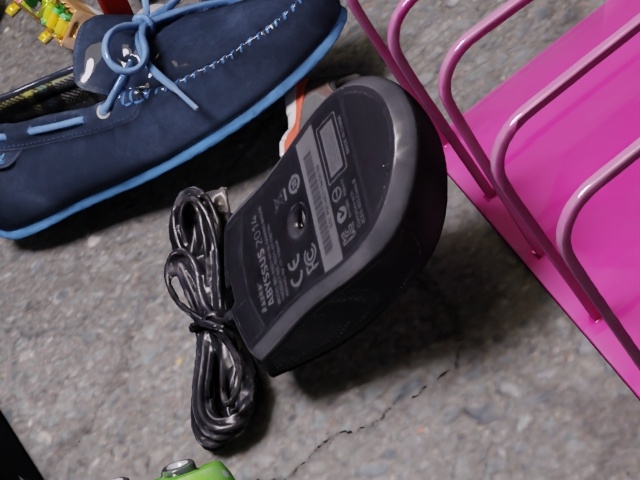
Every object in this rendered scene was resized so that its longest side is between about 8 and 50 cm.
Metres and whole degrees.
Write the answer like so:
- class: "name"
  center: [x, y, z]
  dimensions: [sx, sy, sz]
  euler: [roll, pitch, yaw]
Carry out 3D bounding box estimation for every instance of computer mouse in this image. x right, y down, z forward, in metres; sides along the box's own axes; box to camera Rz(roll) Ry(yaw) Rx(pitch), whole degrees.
- class: "computer mouse"
  center: [0.000, 0.000, 0.972]
  dimensions: [0.272, 0.072, 0.188]
  euler: [-42, 48, 45]

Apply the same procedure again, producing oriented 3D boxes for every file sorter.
- class: "file sorter"
  center: [0.167, -0.089, 0.895]
  dimensions: [0.202, 0.182, 0.291]
  euler: [-38, 41, 3]

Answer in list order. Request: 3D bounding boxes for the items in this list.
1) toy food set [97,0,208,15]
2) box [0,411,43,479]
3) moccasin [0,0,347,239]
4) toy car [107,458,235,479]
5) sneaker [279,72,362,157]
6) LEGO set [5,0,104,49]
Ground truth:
- class: "toy food set"
  center: [-0.125, -0.203, 1.309]
  dimensions: [0.111, 0.104, 0.232]
  euler: [-28, 59, -6]
- class: "box"
  center: [-0.296, 0.180, 1.073]
  dimensions: [0.184, 0.103, 0.261]
  euler: [-46, 41, -2]
- class: "moccasin"
  center: [-0.144, -0.110, 1.161]
  dimensions: [0.342, 0.117, 0.138]
  euler: [-28, 22, 20]
- class: "toy car"
  center: [-0.154, 0.182, 0.928]
  dimensions: [0.225, 0.239, 0.053]
  euler: [-16, 3, -5]
- class: "sneaker"
  center: [0.012, -0.065, 1.087]
  dimensions: [0.065, 0.061, 0.158]
  euler: [-19, 46, 15]
- class: "LEGO set"
  center: [-0.268, -0.281, 1.451]
  dimensions: [0.132, 0.107, 0.287]
  euler: [-21, 44, 21]
